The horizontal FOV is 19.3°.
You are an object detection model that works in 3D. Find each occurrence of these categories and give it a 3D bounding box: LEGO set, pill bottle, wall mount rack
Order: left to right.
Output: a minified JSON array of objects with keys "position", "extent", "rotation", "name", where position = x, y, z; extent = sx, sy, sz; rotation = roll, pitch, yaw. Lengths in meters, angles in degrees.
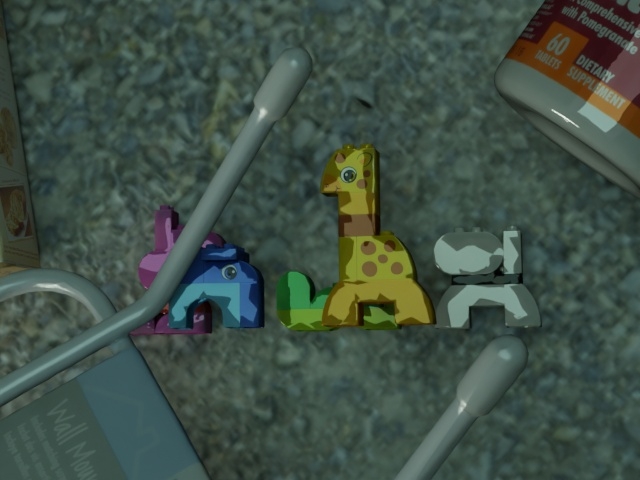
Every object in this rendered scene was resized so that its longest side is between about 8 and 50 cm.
[{"position":[-0.075,0.086,0.861],"extent":[0.304,0.130,0.350],"rotation":[-31,53,-4],"name":"wall mount rack"},{"position":[0.000,0.000,0.986],"extent":[0.227,0.087,0.093],"rotation":[-1,85,8],"name":"LEGO set"},{"position":[0.196,-0.134,0.948],"extent":[0.121,0.121,0.221],"rotation":[36,91,11],"name":"pill bottle"}]

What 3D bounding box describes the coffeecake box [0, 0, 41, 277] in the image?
[{"position":[-0.244,-0.063,1.041],"extent":[0.142,0.068,0.185],"rotation":[-10,83,9],"name":"coffeecake box"}]
